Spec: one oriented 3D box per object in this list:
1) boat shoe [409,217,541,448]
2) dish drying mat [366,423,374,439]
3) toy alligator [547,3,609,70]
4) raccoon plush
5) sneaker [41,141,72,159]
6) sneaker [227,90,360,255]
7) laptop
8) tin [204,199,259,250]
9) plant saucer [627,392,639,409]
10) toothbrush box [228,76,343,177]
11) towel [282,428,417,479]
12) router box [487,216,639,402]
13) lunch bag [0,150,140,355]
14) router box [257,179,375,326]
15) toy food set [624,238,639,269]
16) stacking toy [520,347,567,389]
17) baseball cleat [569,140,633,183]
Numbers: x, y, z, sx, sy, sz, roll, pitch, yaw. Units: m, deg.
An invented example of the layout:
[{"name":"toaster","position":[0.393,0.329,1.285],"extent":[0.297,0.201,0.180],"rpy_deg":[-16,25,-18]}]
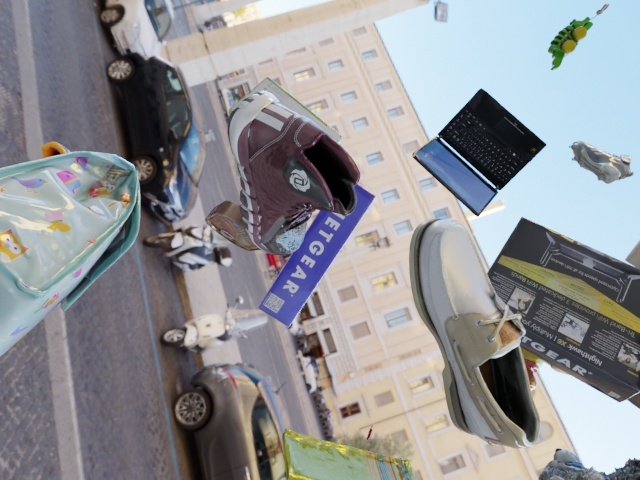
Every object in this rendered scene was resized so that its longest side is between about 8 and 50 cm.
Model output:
[{"name":"boat shoe","position":[0.203,0.113,0.552],"extent":[0.103,0.113,0.303],"rpy_deg":[-3,-72,60]},{"name":"dish drying mat","position":[0.133,0.508,1.163],"extent":[0.083,0.008,0.032],"rpy_deg":[52,56,-73]},{"name":"toy alligator","position":[0.580,-0.479,1.005],"extent":[0.051,0.190,0.056],"rpy_deg":[39,3,0]},{"name":"raccoon plush","position":[0.707,0.685,0.993],"extent":[0.446,0.298,0.216],"rpy_deg":[-118,-150,-61]},{"name":"sneaker","position":[-0.465,-0.085,0.771],"extent":[0.083,0.084,0.215],"rpy_deg":[76,-7,-56]},{"name":"sneaker","position":[-0.024,-0.047,0.584],"extent":[0.162,0.106,0.281],"rpy_deg":[29,-29,26]},{"name":"laptop","position":[0.413,-0.235,1.135],"extent":[0.234,0.264,0.136],"rpy_deg":[45,13,7]},{"name":"tin","position":[-0.148,-0.024,0.790],"extent":[0.106,0.040,0.189],"rpy_deg":[42,-18,-17]},{"name":"plant saucer","position":[0.854,0.331,1.204],"extent":[0.050,0.310,0.311],"rpy_deg":[-58,-143,34]},{"name":"toothbrush box","position":[-0.085,-0.187,0.988],"extent":[0.206,0.122,0.283],"rpy_deg":[40,-20,7]},{"name":"towel","position":[0.053,0.365,0.699],"extent":[0.102,0.237,0.021],"rpy_deg":[-126,-122,-73]},{"name":"router box","position":[0.486,0.120,0.863],"extent":[0.308,0.243,0.081],"rpy_deg":[30,-26,24]},{"name":"lunch bag","position":[-0.355,0.009,0.545],"extent":[0.160,0.223,0.262],"rpy_deg":[46,25,-15]},{"name":"router box","position":[0.000,0.000,1.031],"extent":[0.082,0.336,0.301],"rpy_deg":[33,10,-2]},{"name":"toy food set","position":[0.971,0.038,1.098],"extent":[0.220,0.092,0.306],"rpy_deg":[-63,-145,19]},{"name":"stacking toy","position":[0.540,0.331,1.168],"extent":[0.308,0.131,0.279],"rpy_deg":[33,-18,-23]},{"name":"baseball cleat","position":[0.837,-0.238,1.296],"extent":[0.206,0.109,0.072],"rpy_deg":[-101,175,-45]}]
